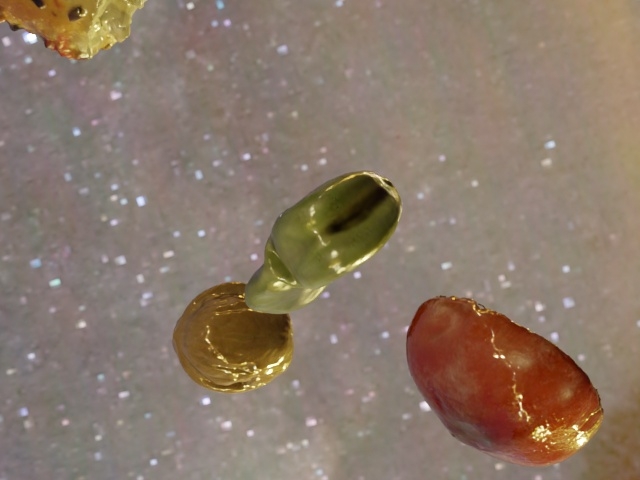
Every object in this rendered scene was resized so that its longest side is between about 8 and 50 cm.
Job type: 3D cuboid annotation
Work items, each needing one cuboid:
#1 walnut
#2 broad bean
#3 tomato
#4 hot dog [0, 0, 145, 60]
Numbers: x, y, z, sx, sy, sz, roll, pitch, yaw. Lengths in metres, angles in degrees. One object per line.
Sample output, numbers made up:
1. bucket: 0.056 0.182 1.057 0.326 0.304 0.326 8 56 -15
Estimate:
1. walnut: -0.116 0.129 1.704 0.166 0.166 0.149 12 -98 -62
2. broad bean: 0.001 0.003 1.107 0.072 0.153 0.207 55 163 3
3. tomato: 0.118 0.110 0.905 0.069 0.155 0.155 -53 -51 -20
4. hot dog: -0.293 -0.313 0.967 0.196 0.365 0.367 -61 -1 -18
